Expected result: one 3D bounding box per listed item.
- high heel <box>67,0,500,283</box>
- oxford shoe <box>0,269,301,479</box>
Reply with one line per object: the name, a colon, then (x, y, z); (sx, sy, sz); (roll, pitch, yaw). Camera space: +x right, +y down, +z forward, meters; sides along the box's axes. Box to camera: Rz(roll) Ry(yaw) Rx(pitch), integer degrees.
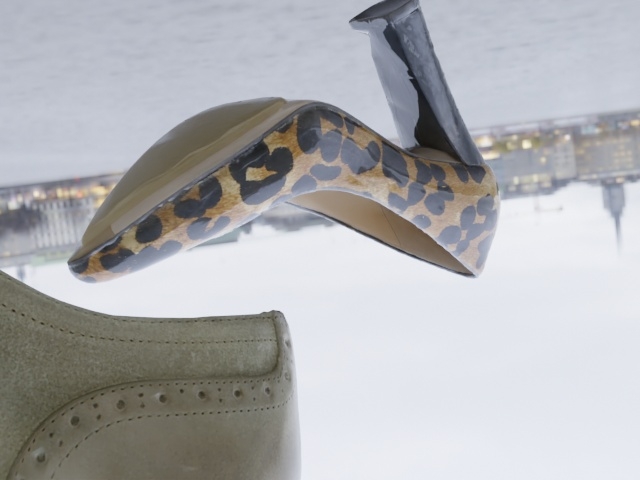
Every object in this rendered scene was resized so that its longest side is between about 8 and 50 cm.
high heel: (0.000, 0.000, 0.570); (0.261, 0.186, 0.093); (-37, -153, -26)
oxford shoe: (-0.194, 0.048, 0.320); (0.396, 0.147, 0.140); (15, 159, -20)
